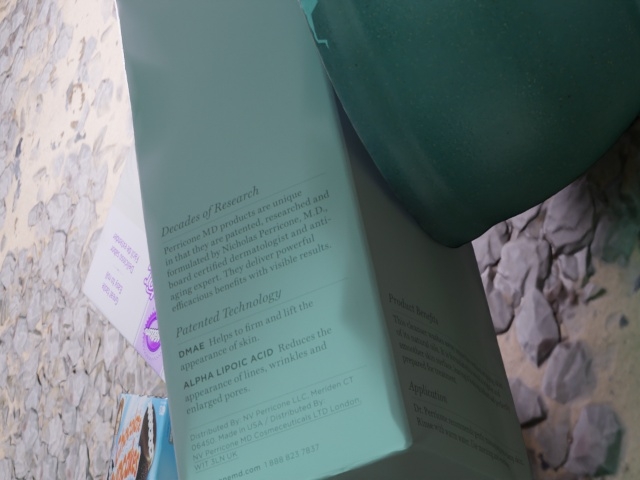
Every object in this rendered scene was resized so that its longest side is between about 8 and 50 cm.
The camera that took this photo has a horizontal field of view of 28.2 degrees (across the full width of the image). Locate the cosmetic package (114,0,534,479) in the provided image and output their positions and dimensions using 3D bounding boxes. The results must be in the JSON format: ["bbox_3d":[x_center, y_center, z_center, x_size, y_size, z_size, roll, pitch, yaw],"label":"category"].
[{"bbox_3d":[0.000,0.000,0.855,0.156,0.217,0.385,-24,60,20],"label":"cosmetic package"}]

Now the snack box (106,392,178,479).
[{"bbox_3d":[-0.152,0.236,1.163,0.322,0.060,0.187,157,121,-73],"label":"snack box"}]

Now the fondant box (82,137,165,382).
[{"bbox_3d":[-0.105,-0.047,1.247,0.238,0.096,0.330,35,109,54],"label":"fondant box"}]

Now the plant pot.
[{"bbox_3d":[0.125,-0.165,0.830,0.196,0.293,0.293,-22,58,20],"label":"plant pot"}]
